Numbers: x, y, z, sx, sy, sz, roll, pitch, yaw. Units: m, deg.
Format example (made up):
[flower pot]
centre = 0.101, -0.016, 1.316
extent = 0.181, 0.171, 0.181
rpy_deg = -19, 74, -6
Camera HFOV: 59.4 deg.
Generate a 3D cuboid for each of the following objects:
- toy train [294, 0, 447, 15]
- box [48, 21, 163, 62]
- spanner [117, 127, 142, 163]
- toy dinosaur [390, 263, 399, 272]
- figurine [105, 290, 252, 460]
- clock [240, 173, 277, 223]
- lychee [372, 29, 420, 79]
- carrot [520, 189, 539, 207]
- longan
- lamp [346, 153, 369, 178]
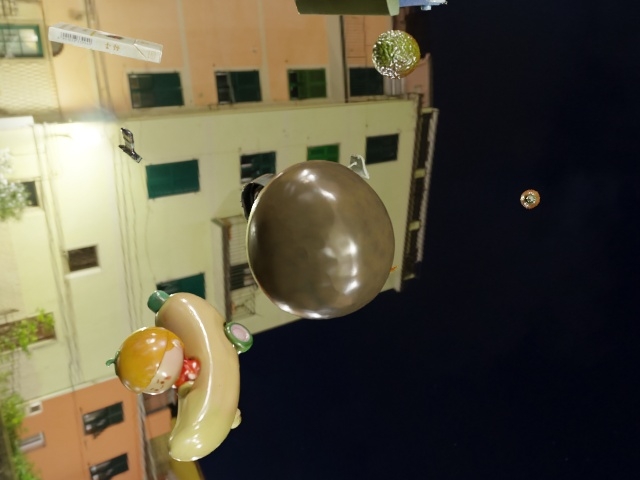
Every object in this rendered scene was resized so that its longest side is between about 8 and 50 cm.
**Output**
[toy train]
centre = 0.098, -0.494, 1.051
extent = 0.299, 0.201, 0.131
rpy_deg = 25, -52, 47
[box]
centre = -0.345, -0.323, 0.915
extent = 0.090, 0.166, 0.024
rpy_deg = -118, -141, -61
[spanner]
centre = -0.617, -0.310, 1.793
extent = 0.087, 0.024, 0.316
rpy_deg = 35, -13, -9
[toy dinosaur]
centre = 0.117, 0.082, 1.329
extent = 0.044, 0.187, 0.106
rpy_deg = 45, -19, 38
[figurine]
centre = -0.228, 0.207, 0.920
extent = 0.124, 0.222, 0.325
rpy_deg = -48, -151, 21
[clock]
centre = -0.101, -0.029, 1.734
extent = 0.386, 0.076, 0.386
rpy_deg = 39, -29, 27
[lychee]
centre = 0.179, -0.438, 1.324
extent = 0.114, 0.146, 0.114
rpy_deg = 5, -80, 31
[carrot]
centre = 0.412, -0.079, 1.101
extent = 0.035, 0.142, 0.035
rpy_deg = 0, -90, 20
[longan]
centre = 0.000, 0.000, 0.916
extent = 0.258, 0.258, 0.258
rpy_deg = 24, -60, 50
[lamp]
centre = 0.017, -0.111, 1.119
extent = 0.050, 0.198, 0.056
rpy_deg = 22, -45, 46
